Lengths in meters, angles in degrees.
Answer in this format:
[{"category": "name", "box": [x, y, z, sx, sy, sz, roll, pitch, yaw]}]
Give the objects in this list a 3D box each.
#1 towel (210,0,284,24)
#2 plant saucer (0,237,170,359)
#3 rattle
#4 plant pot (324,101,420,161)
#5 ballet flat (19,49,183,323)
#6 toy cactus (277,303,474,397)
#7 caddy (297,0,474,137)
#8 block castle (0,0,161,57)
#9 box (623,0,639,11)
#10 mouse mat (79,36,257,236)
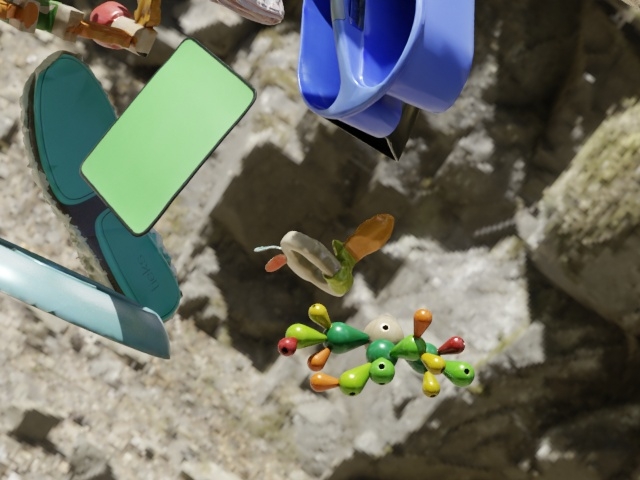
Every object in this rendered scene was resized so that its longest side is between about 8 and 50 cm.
[{"category": "towel", "box": [-0.146, -0.531, 1.924, 0.317, 0.053, 0.332, -16, 94, -77]}, {"category": "plant saucer", "box": [-0.302, 0.047, 1.312, 0.317, 0.043, 0.317, 25, -4, 2]}, {"category": "rattle", "box": [0.000, 0.000, 1.799, 0.130, 0.143, 0.200, 29, -8, -21]}, {"category": "plant pot", "box": [0.102, -0.282, 2.221, 0.187, 0.167, 0.188, 32, -3, 14]}, {"category": "ballet flat", "box": [-0.321, -0.054, 1.619, 0.147, 0.147, 0.409, -66, 140, -67]}, {"category": "toy cactus", "box": [0.068, 0.115, 1.363, 0.219, 0.112, 0.180, 2, 12, 5]}, {"category": "caddy", "box": [0.080, -0.316, 1.693, 0.179, 0.241, 0.341, 26, 57, -39]}, {"category": "block castle", "box": [-0.476, -0.502, 2.019, 0.453, 0.303, 0.213, 6, 17, -40]}, {"category": "box", "box": [0.353, -0.395, 1.280, 0.121, 0.148, 0.311, 45, 0, 38]}, {"category": "mouse mat", "box": [-0.158, -0.108, 1.198, 0.152, 0.189, 0.007, 43, 4, 42]}]
